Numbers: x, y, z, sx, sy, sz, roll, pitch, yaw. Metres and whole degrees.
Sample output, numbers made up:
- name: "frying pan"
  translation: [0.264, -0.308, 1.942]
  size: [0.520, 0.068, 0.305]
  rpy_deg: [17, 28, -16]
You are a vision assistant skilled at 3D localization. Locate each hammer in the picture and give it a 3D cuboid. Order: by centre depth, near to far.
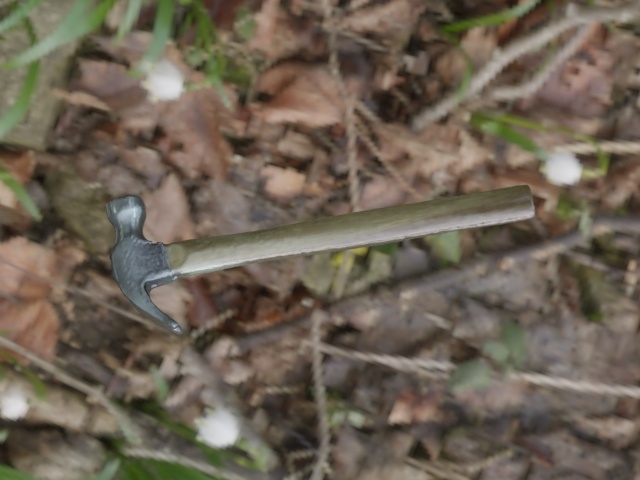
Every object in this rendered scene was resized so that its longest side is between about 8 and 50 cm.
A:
- name: "hammer"
  translation: [0.000, 0.000, 0.655]
  size: [0.017, 0.182, 0.062]
  rpy_deg: [70, 12, -70]
